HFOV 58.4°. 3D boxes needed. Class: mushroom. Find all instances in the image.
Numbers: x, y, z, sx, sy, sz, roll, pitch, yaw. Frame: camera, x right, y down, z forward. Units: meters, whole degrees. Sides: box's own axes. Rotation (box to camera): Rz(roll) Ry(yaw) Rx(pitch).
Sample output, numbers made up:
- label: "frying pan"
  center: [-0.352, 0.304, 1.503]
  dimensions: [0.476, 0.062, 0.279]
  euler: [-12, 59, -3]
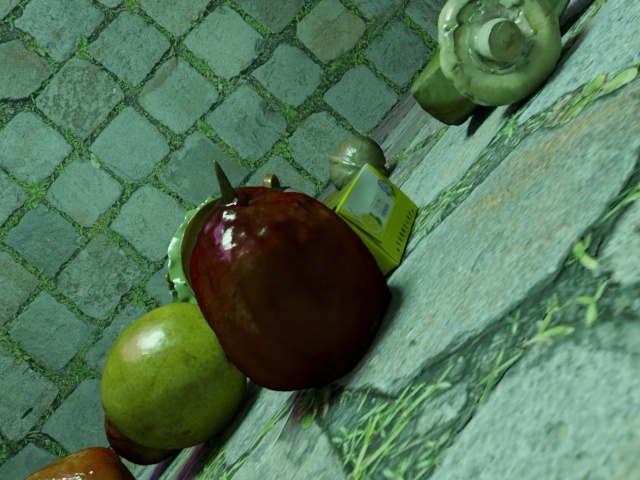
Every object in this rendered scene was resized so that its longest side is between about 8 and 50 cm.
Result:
- label: "mushroom"
  center: [0.215, -0.244, 0.701]
  dimensions: [0.154, 0.154, 0.122]
  euler: [-48, 0, 13]

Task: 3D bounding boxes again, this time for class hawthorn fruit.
- label: "hawthorn fruit"
  center: [-0.042, 0.034, 0.571]
  dimensions: [0.189, 0.251, 0.190]
  euler: [-25, 30, 15]
- label: "hawthorn fruit"
  center: [-0.335, 0.378, 0.785]
  dimensions: [0.189, 0.189, 0.189]
  euler: [-49, 6, 7]

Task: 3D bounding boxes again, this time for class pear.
- label: "pear"
  center: [-0.198, 0.186, 0.814]
  dimensions: [0.209, 0.209, 0.209]
  euler: [-49, 6, 7]

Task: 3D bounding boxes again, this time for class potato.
- label: "potato"
  center: [0.276, -0.303, 0.844]
  dimensions: [0.255, 0.112, 0.269]
  euler: [-41, 13, 38]

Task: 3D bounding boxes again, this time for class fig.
- label: "fig"
  center: [-0.314, 0.323, 1.028]
  dimensions: [0.202, 0.148, 0.149]
  euler: [-30, 27, 49]

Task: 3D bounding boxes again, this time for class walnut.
- label: "walnut"
  center: [0.083, -0.168, 1.300]
  dimensions: [0.140, 0.140, 0.162]
  euler: [-48, -5, 12]

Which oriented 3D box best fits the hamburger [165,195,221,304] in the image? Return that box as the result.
- label: "hamburger"
  center: [-0.169, 0.056, 1.133]
  dimensions: [0.274, 0.274, 0.212]
  euler: [-52, 3, -23]

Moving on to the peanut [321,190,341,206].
- label: "peanut"
  center: [0.000, 0.000, 0.973]
  dimensions: [0.236, 0.110, 0.120]
  euler: [-51, -12, -26]

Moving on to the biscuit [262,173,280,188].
- label: "biscuit"
  center: [-0.143, -0.010, 1.381]
  dimensions: [0.205, 0.049, 0.324]
  euler: [73, -158, -48]

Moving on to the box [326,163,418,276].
- label: "box"
  center: [0.000, 0.039, 0.770]
  dimensions: [0.265, 0.097, 0.168]
  euler: [-46, 6, 33]

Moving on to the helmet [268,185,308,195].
- label: "helmet"
  center: [-0.059, -0.025, 1.341]
  dimensions: [0.253, 0.154, 0.199]
  euler: [36, -125, -65]
